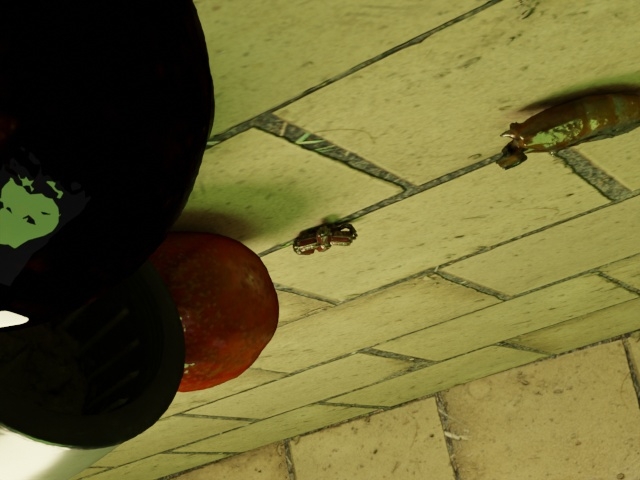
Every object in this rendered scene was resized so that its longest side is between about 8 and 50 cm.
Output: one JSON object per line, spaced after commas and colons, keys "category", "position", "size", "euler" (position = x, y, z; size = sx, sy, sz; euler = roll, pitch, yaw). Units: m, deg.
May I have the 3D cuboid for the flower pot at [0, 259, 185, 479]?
{"category": "flower pot", "position": [-0.350, 0.154, 1.140], "size": [0.294, 0.293, 0.330], "euler": [6, 144, -41]}

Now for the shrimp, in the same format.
{"category": "shrimp", "position": [0.284, -0.118, 1.191], "size": [0.188, 0.051, 0.132], "euler": [-12, 161, -7]}

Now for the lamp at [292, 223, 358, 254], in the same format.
{"category": "lamp", "position": [0.000, 0.000, 1.396], "size": [0.063, 0.031, 0.083], "euler": [8, 156, -40]}

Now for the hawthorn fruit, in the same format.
{"category": "hawthorn fruit", "position": [-0.145, 0.083, 1.309], "size": [0.253, 0.205, 0.205], "euler": [-7, 163, -45]}

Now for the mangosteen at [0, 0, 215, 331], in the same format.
{"category": "mangosteen", "position": [-0.201, -0.104, 0.648], "size": [0.297, 0.313, 0.296], "euler": [13, 133, 14]}
